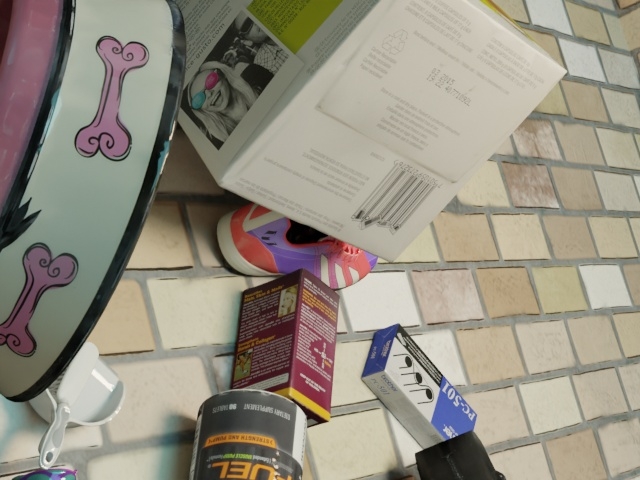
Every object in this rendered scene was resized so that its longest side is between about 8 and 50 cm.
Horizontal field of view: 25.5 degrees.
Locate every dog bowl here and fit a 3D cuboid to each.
[{"bbox_3d":[-0.282,-0.066,1.312,0.150,0.408,0.408,22,51,-24],"label":"dog bowl"}]

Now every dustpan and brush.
[{"bbox_3d":[-0.267,0.163,1.466,0.147,0.060,0.211,49,35,-25],"label":"dustpan and brush"}]

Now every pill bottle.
[{"bbox_3d":[-0.087,0.301,1.580,0.130,0.130,0.246,37,43,-37],"label":"pill bottle"}]

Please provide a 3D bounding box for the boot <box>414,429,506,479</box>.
[{"bbox_3d":[0.251,0.518,1.837,0.445,0.146,0.367,-119,-162,-55],"label":"boot"}]

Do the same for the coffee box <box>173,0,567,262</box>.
[{"bbox_3d":[0.024,-0.236,1.769,0.337,0.338,0.334,25,22,-46],"label":"coffee box"}]

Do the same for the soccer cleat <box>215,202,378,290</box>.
[{"bbox_3d":[0.000,0.000,1.893,0.318,0.116,0.109,9,64,-52],"label":"soccer cleat"}]

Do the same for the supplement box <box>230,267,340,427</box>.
[{"bbox_3d":[-0.044,0.142,1.759,0.081,0.104,0.188,39,43,-37],"label":"supplement box"}]

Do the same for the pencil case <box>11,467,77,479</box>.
[{"bbox_3d":[-0.265,0.301,1.389,0.070,0.064,0.152,5,66,-35],"label":"pencil case"}]

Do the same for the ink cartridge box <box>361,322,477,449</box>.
[{"bbox_3d":[0.145,0.225,2.029,0.207,0.046,0.097,49,38,-25],"label":"ink cartridge box"}]
